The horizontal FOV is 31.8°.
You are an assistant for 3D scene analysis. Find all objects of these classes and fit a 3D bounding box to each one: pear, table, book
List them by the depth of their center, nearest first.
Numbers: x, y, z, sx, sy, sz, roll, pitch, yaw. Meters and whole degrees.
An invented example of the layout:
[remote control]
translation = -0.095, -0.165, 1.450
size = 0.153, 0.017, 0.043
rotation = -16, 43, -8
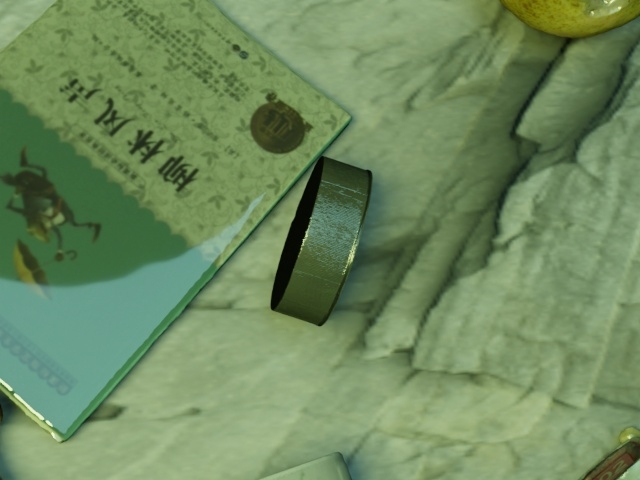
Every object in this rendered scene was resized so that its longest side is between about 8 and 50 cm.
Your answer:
[table]
translation = 0.000, 0.000, 0.911
size = 0.043, 0.133, 0.133
rotation = 18, 70, -7
[book]
translation = -0.184, -0.057, 0.934
size = 0.264, 0.031, 0.379
rotation = 39, 68, 1
[pear]
translation = 0.242, -0.272, 1.044
size = 0.178, 0.178, 0.178
rotation = 4, 73, -14

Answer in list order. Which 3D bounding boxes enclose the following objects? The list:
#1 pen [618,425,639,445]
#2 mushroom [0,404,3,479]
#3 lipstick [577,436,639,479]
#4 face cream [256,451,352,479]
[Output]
[pen]
translation = 0.343, 0.255, 0.983
size = 0.040, 0.032, 0.233
rotation = -44, 86, 1
[mushroom]
translation = -0.240, 0.260, 0.769
size = 0.128, 0.128, 0.350
rotation = -15, 71, -19
[lipstick]
translation = 0.322, 0.285, 0.934
size = 0.079, 0.077, 0.253
rotation = -42, 87, 4
[face cream]
translation = 0.011, 0.349, 0.801
size = 0.145, 0.145, 0.370
rotation = -16, 77, -19
